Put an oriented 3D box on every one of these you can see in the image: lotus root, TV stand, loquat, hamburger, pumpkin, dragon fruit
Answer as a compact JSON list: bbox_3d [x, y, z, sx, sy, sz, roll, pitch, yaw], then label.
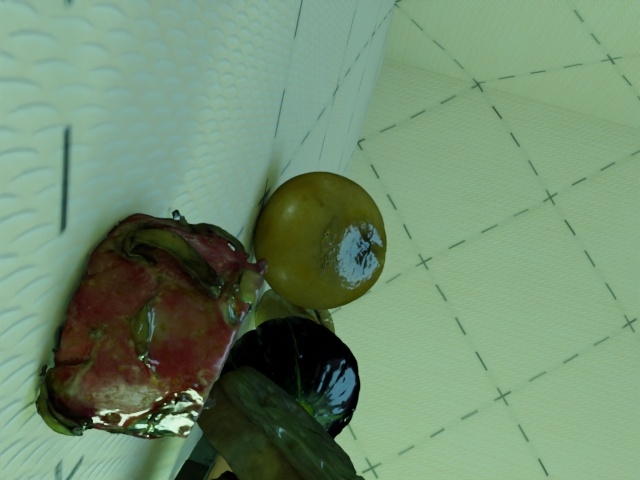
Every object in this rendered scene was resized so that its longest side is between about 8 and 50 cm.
[{"bbox_3d":[-0.060,0.342,1.086,0.111,0.375,0.390,-47,-142,1],"label":"lotus root"},{"bbox_3d":[-0.239,0.441,1.283,0.256,0.049,0.040,-59,167,-75],"label":"TV stand"},{"bbox_3d":[0.000,0.000,1.287,0.263,0.263,0.263,17,90,-86],"label":"loquat"},{"bbox_3d":[-0.065,0.205,1.588,0.108,0.214,0.213,-7,121,-42],"label":"hamburger"},{"bbox_3d":[-0.069,0.286,1.412,0.296,0.296,0.295,17,90,-86],"label":"pumpkin"},{"bbox_3d":[-0.127,0.072,0.623,0.282,0.147,0.211,-65,170,-53],"label":"dragon fruit"}]

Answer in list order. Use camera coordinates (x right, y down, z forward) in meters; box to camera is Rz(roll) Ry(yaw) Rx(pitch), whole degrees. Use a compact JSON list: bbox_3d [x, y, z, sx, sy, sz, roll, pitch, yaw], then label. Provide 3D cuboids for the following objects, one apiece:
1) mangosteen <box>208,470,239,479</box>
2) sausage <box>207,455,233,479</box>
[{"bbox_3d":[-0.154,0.477,0.922,0.300,0.300,0.300,17,90,-86],"label":"mangosteen"},{"bbox_3d":[-0.178,0.457,1.644,0.121,0.121,0.304,92,15,-74],"label":"sausage"}]
